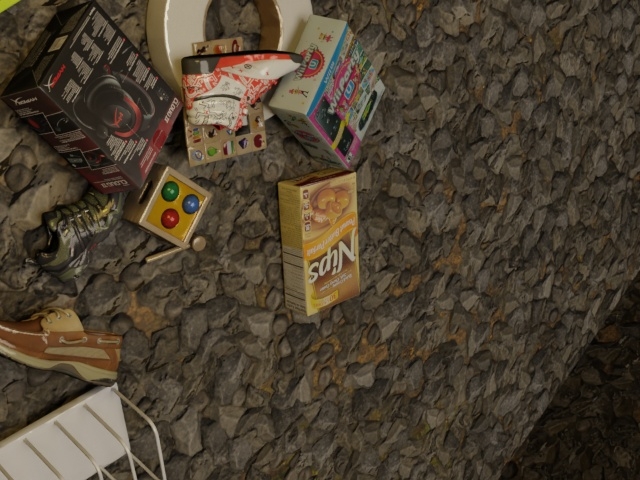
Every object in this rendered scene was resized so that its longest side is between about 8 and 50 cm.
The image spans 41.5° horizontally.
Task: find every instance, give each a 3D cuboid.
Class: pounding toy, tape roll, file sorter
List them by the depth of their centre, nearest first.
[{"bbox_3d":[-0.454,0.440,1.606,0.278,0.173,0.193,-29,132,-36],"label":"file sorter"},{"bbox_3d":[-0.294,-0.030,1.708,0.206,0.094,0.181,34,77,-43],"label":"pounding toy"},{"bbox_3d":[-0.174,-0.430,1.730,0.392,0.072,0.392,-15,111,-42],"label":"tape roll"}]

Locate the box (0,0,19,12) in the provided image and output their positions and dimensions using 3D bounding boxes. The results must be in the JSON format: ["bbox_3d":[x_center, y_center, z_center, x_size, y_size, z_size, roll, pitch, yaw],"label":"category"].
[{"bbox_3d":[-0.569,-0.409,1.370,0.178,0.042,0.109,-44,128,-26],"label":"box"}]

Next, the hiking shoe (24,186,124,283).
[{"bbox_3d":[-0.450,-0.036,1.560,0.114,0.086,0.227,36,75,-44],"label":"hiking shoe"}]

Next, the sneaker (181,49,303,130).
[{"bbox_3d":[-0.151,-0.297,1.666,0.270,0.090,0.145,-15,113,-37],"label":"sneaker"}]

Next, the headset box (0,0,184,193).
[{"bbox_3d":[-0.386,-0.239,1.507,0.293,0.110,0.218,49,48,-40],"label":"headset box"}]

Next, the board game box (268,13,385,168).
[{"bbox_3d":[0.022,-0.320,1.869,0.224,0.097,0.303,-67,154,-9],"label":"board game box"}]

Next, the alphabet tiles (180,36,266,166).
[{"bbox_3d":[-0.195,-0.283,1.695,0.198,0.009,0.237,-19,114,-39],"label":"alphabet tiles"}]

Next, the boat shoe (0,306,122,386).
[{"bbox_3d":[-0.498,0.180,1.563,0.324,0.122,0.120,32,73,-52],"label":"boat shoe"}]

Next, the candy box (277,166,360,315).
[{"bbox_3d":[0.000,0.000,2.006,0.183,0.087,0.316,-19,114,-40],"label":"candy box"}]
